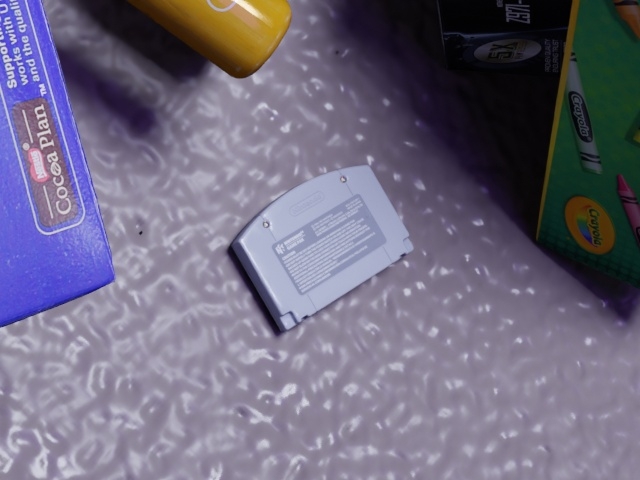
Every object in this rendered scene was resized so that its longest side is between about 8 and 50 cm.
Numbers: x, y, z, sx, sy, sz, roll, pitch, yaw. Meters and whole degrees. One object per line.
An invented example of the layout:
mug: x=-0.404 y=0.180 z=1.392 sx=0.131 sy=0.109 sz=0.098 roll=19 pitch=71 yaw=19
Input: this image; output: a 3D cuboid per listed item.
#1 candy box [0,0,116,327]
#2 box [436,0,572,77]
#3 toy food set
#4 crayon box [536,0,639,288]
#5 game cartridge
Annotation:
candy box: x=-0.254 y=-0.064 z=0.510 sx=0.317 sy=0.122 sz=0.268 roll=-21 pitch=100 yaw=-40
box: x=0.103 y=-0.191 z=0.775 sx=0.078 sy=0.147 sz=0.180 roll=5 pitch=71 yaw=10
toy food set: x=-0.036 y=-0.179 z=0.726 sx=0.104 sy=0.111 sz=0.232 roll=35 pitch=63 yaw=-15
crayon box: x=0.178 y=-0.117 z=0.732 sx=0.081 sy=0.278 sz=0.165 roll=24 pitch=61 yaw=16
game cartridge: x=0.000 y=0.000 z=0.753 sx=0.083 sy=0.017 sz=0.056 roll=-31 pitch=95 yaw=-31
